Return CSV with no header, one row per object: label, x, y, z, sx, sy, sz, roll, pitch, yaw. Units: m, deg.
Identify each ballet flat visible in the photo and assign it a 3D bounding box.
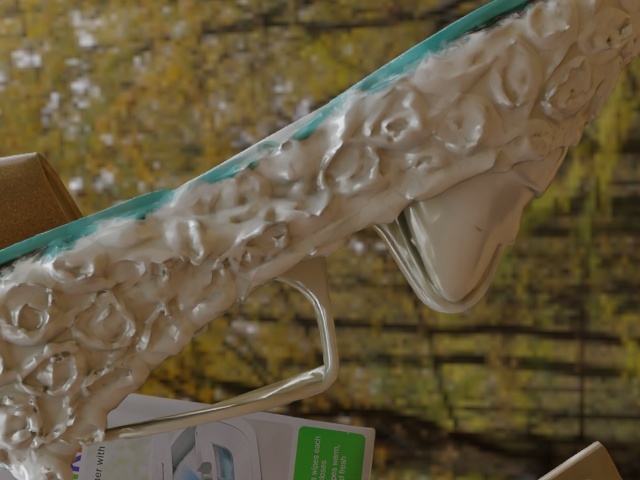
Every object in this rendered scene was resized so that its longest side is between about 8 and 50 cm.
ballet flat,0.000,0.000,0.828,0.147,0.409,0.147,62,174,11

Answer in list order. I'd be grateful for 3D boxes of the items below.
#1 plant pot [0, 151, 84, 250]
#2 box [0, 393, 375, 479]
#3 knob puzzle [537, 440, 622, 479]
plant pot,-0.289,0.046,1.233,0.237,0.254,0.237,60,179,1
box,-0.108,0.182,1.075,0.262,0.231,0.126,125,153,-73
knob puzzle,0.215,0.294,1.516,0.030,0.213,0.213,-139,38,-62
